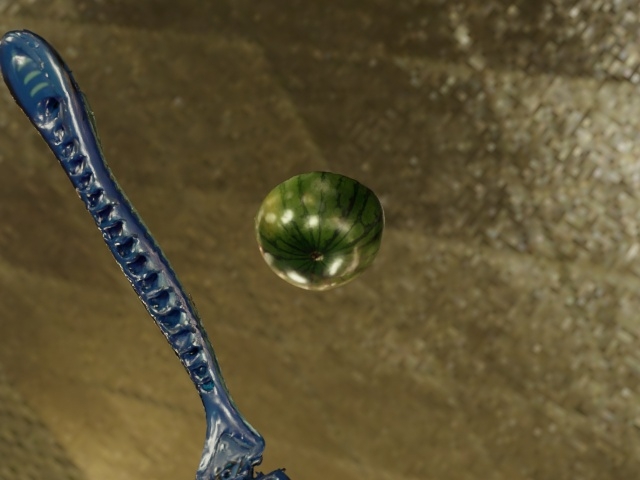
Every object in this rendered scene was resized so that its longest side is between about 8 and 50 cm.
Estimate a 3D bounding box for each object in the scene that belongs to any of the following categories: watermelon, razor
[{"bbox_3d":[0.000,0.000,1.470,0.105,0.062,0.105,-1,128,-1],"label":"watermelon"},{"bbox_3d":[-0.104,0.023,1.069,0.093,0.056,0.324,-30,79,28],"label":"razor"}]
